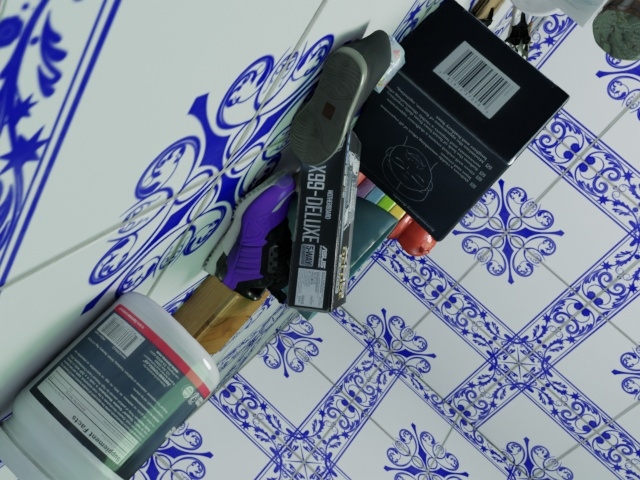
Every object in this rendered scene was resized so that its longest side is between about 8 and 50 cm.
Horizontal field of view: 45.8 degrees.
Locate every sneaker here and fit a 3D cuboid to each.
[{"bbox_3d":[-0.086,0.005,1.307,0.102,0.146,0.293,-41,171,-43],"label":"sneaker"},{"bbox_3d":[0.037,-0.209,1.140,0.118,0.083,0.222,-42,170,-44],"label":"sneaker"}]

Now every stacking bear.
[{"bbox_3d":[0.193,-0.076,2.022,0.164,0.289,0.175,-50,173,15],"label":"stacking bear"}]

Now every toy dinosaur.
[{"bbox_3d":[0.394,-0.389,1.698,0.218,0.164,0.322,68,26,-46],"label":"toy dinosaur"}]

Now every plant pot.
[{"bbox_3d":[0.000,0.000,1.624,0.290,0.195,0.290,-47,173,-7],"label":"plant pot"}]

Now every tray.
[{"bbox_3d":[-0.228,0.167,1.670,0.203,0.076,0.411,-48,173,-1],"label":"tray"}]

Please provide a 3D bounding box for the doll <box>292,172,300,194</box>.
[{"bbox_3d":[-0.009,-0.121,1.498,0.129,0.046,0.189,-61,168,20],"label":"doll"}]

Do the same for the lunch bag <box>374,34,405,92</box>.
[{"bbox_3d":[0.098,-0.287,1.224,0.071,0.053,0.083,-49,164,-2],"label":"lunch bag"}]

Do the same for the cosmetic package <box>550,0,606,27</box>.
[{"bbox_3d":[0.456,-0.537,1.320,0.138,0.224,0.224,-46,173,-18],"label":"cosmetic package"}]

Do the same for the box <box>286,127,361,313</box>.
[{"bbox_3d":[0.011,-0.036,1.317,0.242,0.077,0.307,10,86,-82],"label":"box"}]

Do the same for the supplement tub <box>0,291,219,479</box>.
[{"bbox_3d":[-0.292,0.223,1.047,0.272,0.191,0.191,-46,173,-18],"label":"supplement tub"}]

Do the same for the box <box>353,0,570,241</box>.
[{"bbox_3d":[0.250,-0.223,1.524,0.212,0.293,0.395,-45,173,-22],"label":"box"}]

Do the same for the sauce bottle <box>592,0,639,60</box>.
[{"bbox_3d":[0.595,-0.446,1.280,0.344,0.111,0.111,-46,173,-17],"label":"sauce bottle"}]

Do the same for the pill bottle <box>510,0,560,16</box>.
[{"bbox_3d":[0.516,-0.592,1.666,0.161,0.161,0.283,-53,172,35],"label":"pill bottle"}]

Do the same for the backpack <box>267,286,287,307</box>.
[{"bbox_3d":[-0.062,0.073,1.990,0.158,0.117,0.173,-44,173,-29],"label":"backpack"}]

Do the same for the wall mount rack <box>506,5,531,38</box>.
[{"bbox_3d":[0.433,-0.464,1.916,0.304,0.130,0.350,-37,180,30],"label":"wall mount rack"}]

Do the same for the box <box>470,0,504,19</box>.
[{"bbox_3d":[0.378,-0.528,1.760,0.164,0.021,0.201,-51,173,29],"label":"box"}]
